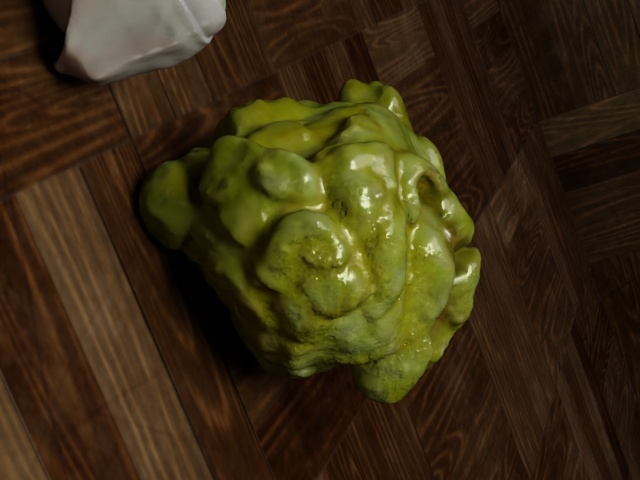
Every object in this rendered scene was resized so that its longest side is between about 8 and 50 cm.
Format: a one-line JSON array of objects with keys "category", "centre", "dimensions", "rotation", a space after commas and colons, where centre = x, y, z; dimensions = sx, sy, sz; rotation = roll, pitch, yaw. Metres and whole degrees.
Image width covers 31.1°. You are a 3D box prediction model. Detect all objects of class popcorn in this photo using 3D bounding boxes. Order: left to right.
[{"category": "popcorn", "centre": [0.000, 0.000, 0.894], "dimensions": [0.242, 0.235, 0.250], "rotation": [36, 23, 25]}]

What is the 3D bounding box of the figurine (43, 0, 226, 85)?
[{"category": "figurine", "centre": [-0.138, -0.236, 0.838], "dimensions": [0.200, 0.133, 0.276], "rotation": [62, 17, -58]}]
